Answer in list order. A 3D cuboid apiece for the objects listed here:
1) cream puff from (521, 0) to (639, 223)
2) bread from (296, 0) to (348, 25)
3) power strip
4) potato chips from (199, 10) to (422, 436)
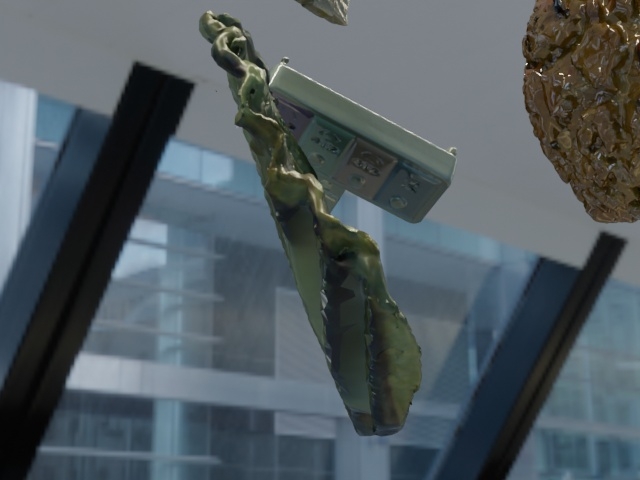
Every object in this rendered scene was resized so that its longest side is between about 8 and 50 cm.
[{"bbox_3d":[0.157,-0.082,0.551,0.115,0.165,0.150,-1,-57,-14],"label":"cream puff"},{"bbox_3d":[-0.029,-0.260,1.048,0.105,0.152,0.077,-14,-27,40],"label":"bread"},{"bbox_3d":[0.020,-0.086,1.214,0.215,0.061,0.145,29,-41,-6],"label":"power strip"},{"bbox_3d":[0.000,0.000,0.965,0.070,0.359,0.429,-22,-32,-1],"label":"potato chips"}]
